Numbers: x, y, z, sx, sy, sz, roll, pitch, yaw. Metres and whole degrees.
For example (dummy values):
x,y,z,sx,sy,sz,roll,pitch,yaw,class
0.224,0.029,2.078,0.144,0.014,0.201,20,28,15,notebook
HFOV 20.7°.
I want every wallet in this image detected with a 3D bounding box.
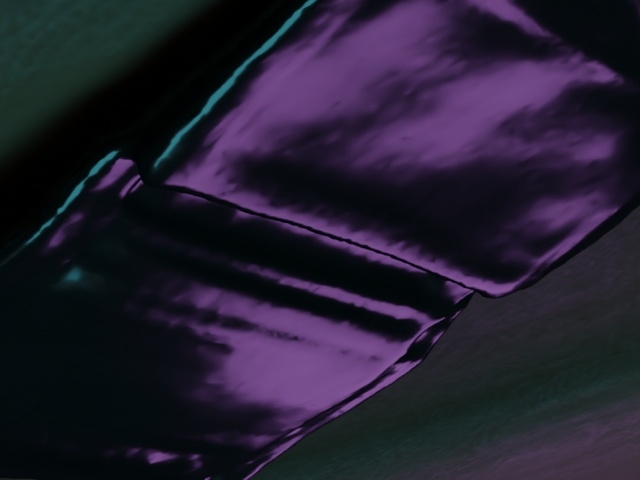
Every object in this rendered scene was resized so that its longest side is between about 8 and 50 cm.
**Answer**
x,y,z,sx,sy,sz,roll,pitch,yaw,class
0.000,0.000,0.606,0.323,0.041,0.247,-36,152,24,wallet
